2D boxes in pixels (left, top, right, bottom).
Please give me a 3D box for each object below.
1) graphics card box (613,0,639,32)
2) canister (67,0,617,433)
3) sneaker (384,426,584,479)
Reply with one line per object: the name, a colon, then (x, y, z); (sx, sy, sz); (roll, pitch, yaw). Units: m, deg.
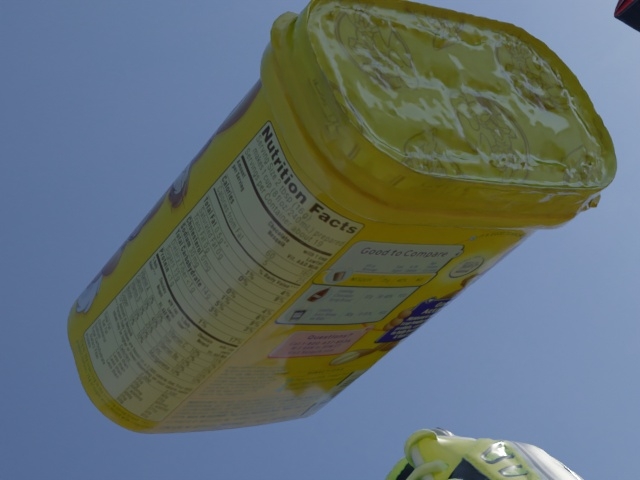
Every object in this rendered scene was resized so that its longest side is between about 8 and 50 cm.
graphics card box: (0.383, -0.152, 0.743); (0.371, 0.094, 0.232); (28, -114, -7)
canister: (0.000, 0.000, 0.423); (0.126, 0.170, 0.073); (1, -124, -41)
sneaker: (0.070, 0.158, 0.490); (0.147, 0.384, 0.145); (36, -92, 9)
